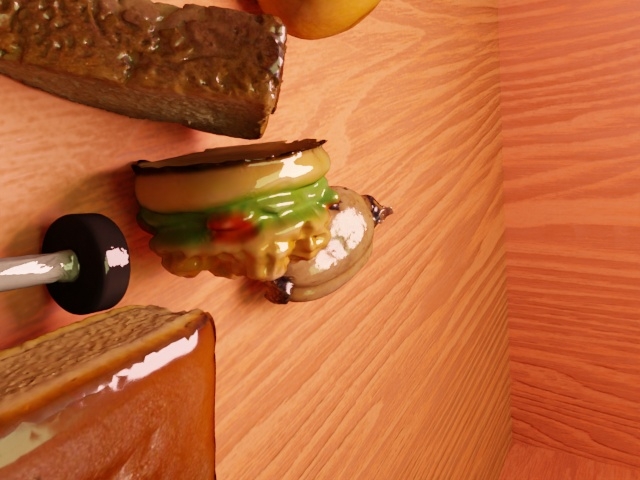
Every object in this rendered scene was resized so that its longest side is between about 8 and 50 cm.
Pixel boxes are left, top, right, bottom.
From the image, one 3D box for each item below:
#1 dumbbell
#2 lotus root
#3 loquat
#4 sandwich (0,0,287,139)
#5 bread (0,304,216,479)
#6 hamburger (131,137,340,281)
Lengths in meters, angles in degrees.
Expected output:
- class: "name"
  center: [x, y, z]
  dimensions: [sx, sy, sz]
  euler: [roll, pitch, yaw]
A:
- class: "dumbbell"
  center: [-0.266, 0.028, 0.462]
  dimensions: [0.191, 0.100, 0.100]
  euler: [-10, 102, -57]
- class: "lotus root"
  center: [0.000, 0.000, 0.857]
  dimensions: [0.257, 0.140, 0.154]
  euler: [-40, 140, -37]
- class: "loquat"
  center: [-0.005, -0.385, 0.751]
  dimensions: [0.208, 0.208, 0.208]
  euler: [-10, 101, -58]
- class: "sandwich"
  center: [-0.181, -0.178, 0.566]
  dimensions: [0.254, 0.288, 0.099]
  euler: [-151, -111, -76]
- class: "bread"
  center: [-0.233, 0.245, 0.457]
  dimensions: [0.333, 0.143, 0.323]
  euler: [-25, 124, -52]
- class: "hamburger"
  center: [-0.095, -0.032, 0.630]
  dimensions: [0.237, 0.237, 0.149]
  euler: [-30, 118, -53]
